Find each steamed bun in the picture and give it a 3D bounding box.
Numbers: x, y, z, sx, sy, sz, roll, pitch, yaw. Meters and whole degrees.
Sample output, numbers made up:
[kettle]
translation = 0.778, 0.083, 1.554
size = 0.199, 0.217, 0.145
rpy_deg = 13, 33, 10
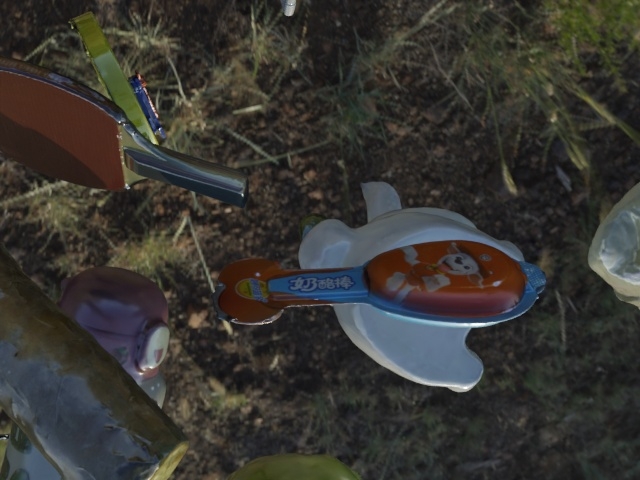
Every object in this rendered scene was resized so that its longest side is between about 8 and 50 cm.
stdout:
[steamed bun]
translation = 0.552, 0.002, 1.247
size = 0.268, 0.207, 0.280
rpy_deg = -51, 150, 8

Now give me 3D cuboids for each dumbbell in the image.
[dumbbell]
translation = 0.000, 0.000, 1.225
size = 0.046, 0.052, 0.118
rpy_deg = -4, 164, 8

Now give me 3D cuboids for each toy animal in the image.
[toy animal]
translation = 0.085, 0.033, 1.063
size = 0.241, 0.367, 0.196
rpy_deg = 26, 96, -5

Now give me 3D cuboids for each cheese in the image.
[cheese]
translation = 0.047, 0.032, 0.637
size = 0.256, 0.106, 0.037
rpy_deg = -1, 120, -7

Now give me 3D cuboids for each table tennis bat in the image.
[table tennis bat]
translation = -0.154, -0.068, 0.581
size = 0.220, 0.019, 0.130
rpy_deg = 18, 154, 0

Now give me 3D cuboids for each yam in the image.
[yam]
translation = -0.193, 0.035, 0.485
size = 0.299, 0.066, 0.066
rpy_deg = 43, 115, 12

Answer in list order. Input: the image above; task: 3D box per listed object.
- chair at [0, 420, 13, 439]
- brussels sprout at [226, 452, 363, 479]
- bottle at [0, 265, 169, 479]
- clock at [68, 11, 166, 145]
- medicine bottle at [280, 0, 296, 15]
[chair]
translation = -0.317, 0.178, 0.969
size = 0.174, 0.149, 0.213
rpy_deg = -34, 134, 27
[brussels sprout]
translation = -0.033, 0.402, 1.057
size = 0.242, 0.317, 0.274
rpy_deg = 24, 110, -17
[bottle]
translation = -0.194, 0.146, 0.709
size = 0.120, 0.120, 0.253
rpy_deg = 12, 105, -20
[clock]
translation = -0.333, -0.258, 1.467
size = 0.071, 0.277, 0.294
rpy_deg = -28, 102, -8
[medicine bottle]
translation = -0.038, -0.376, 1.057
size = 0.061, 0.092, 0.221
rpy_deg = -14, 162, -12
